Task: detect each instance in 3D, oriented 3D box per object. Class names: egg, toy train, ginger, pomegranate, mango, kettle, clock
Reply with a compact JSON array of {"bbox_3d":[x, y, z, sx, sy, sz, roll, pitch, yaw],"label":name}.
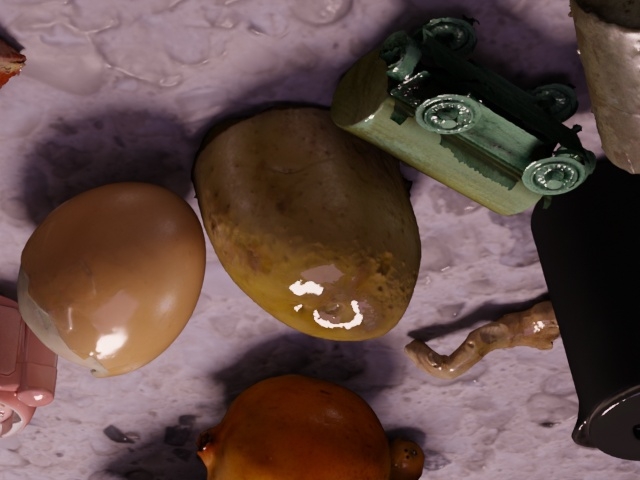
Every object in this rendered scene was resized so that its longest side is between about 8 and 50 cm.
[{"bbox_3d":[-0.228,0.037,1.585,0.201,0.201,0.244,26,123,-34],"label":"egg"},{"bbox_3d":[0.154,-0.113,1.514,0.307,0.126,0.189,26,131,-35],"label":"toy train"},{"bbox_3d":[0.255,0.127,1.880,0.288,0.075,0.089,-17,145,6],"label":"ginger"},{"bbox_3d":[-0.040,0.309,1.907,0.264,0.264,0.264,-4,141,-4],"label":"pomegranate"},{"bbox_3d":[0.113,0.335,2.113,0.077,0.063,0.127,-4,147,-12],"label":"mango"},{"bbox_3d":[0.399,0.082,1.650,0.262,0.308,0.203,0,142,-8],"label":"kettle"},{"bbox_3d":[-0.459,0.161,1.765,0.227,0.142,0.241,13,146,-23],"label":"clock"}]

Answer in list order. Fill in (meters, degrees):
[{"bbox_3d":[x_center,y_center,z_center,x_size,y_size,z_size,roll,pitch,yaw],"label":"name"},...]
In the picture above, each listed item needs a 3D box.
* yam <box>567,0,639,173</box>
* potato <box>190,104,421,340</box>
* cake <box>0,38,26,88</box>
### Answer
[{"bbox_3d":[0.342,-0.189,1.430,0.161,0.161,0.268,-15,139,10],"label":"yam"},{"bbox_3d":[0.000,0.000,1.568,0.243,0.242,0.285,-26,135,22],"label":"potato"},{"bbox_3d":[-0.411,-0.152,1.353,0.158,0.159,0.262,-36,135,27],"label":"cake"}]
